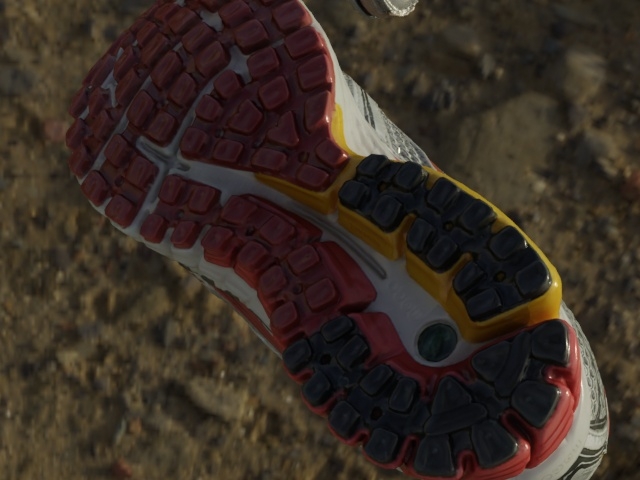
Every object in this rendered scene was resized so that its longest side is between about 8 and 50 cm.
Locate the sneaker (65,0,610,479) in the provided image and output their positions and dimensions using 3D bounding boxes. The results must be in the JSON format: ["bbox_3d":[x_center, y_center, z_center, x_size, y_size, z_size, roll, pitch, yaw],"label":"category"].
[{"bbox_3d":[0.000,0.000,0.452,0.088,0.093,0.225,-42,53,3],"label":"sneaker"}]

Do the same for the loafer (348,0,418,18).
[{"bbox_3d":[0.029,-0.140,0.548,0.039,0.125,0.045,15,27,38],"label":"loafer"}]
